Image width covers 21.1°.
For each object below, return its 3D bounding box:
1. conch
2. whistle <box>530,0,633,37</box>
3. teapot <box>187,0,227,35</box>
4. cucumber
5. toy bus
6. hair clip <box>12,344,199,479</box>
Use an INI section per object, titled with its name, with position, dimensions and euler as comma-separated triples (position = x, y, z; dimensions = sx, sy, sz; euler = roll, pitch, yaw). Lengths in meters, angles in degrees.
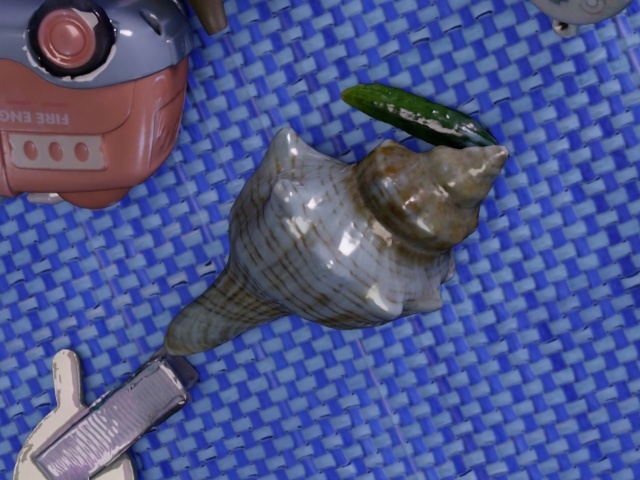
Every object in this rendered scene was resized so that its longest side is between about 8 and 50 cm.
[conch]
position = -0.004, -0.003, 1.549
dimensions = 0.386, 0.169, 0.203
euler = -21, 71, 14
[whistle]
position = 0.229, -0.290, 1.450
dimensions = 0.126, 0.067, 0.258
euler = 25, 128, 27
[teapot]
position = -0.075, -0.311, 1.499
dimensions = 0.175, 0.185, 0.267
euler = 25, 78, -27
[cucumber]
position = 0.096, -0.109, 1.564
dimensions = 0.168, 0.039, 0.039
euler = 23, 106, 9
[toy bus]
position = -0.256, -0.141, 1.572
dimensions = 0.288, 0.194, 0.232
euler = 2, 115, 12
[hair clip]
position = -0.221, 0.181, 1.687
dimensions = 0.218, 0.071, 0.159
euler = -41, 85, 12
